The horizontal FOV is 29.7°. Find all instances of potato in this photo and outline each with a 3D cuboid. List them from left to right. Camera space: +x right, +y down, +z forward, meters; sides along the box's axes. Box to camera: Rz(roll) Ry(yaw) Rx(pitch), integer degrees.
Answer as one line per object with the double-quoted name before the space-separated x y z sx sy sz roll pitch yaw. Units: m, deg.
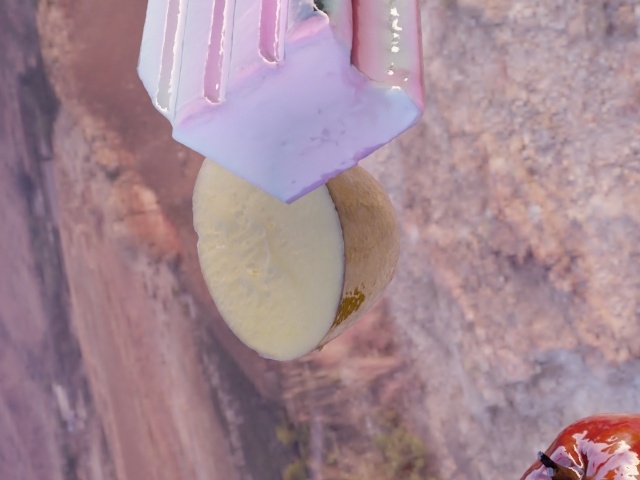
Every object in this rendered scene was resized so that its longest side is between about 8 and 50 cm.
"potato" 0.000 0.000 1.103 0.203 0.158 0.178 54 125 29

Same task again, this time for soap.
"soap" -0.030 -0.186 0.858 0.193 0.109 0.324 -30 44 33

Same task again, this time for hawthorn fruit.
"hawthorn fruit" 0.320 0.301 1.285 0.300 0.254 0.254 40 -173 -35
